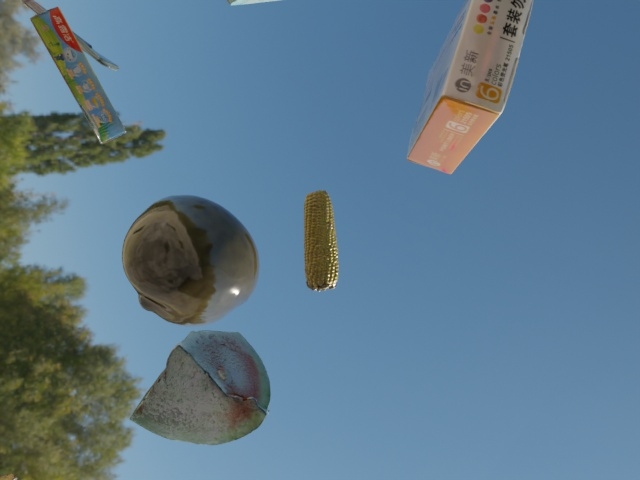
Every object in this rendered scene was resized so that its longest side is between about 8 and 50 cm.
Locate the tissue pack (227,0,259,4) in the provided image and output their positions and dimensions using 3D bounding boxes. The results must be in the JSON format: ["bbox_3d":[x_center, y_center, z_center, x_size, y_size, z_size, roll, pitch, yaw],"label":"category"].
[{"bbox_3d":[-0.037,-0.495,1.141,0.177,0.263,0.089,-142,-139,-68],"label":"tissue pack"}]

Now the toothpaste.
[{"bbox_3d":[-0.347,-0.236,0.902,0.070,0.044,0.193,37,-27,59],"label":"toothpaste"}]

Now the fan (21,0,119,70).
[{"bbox_3d":[-0.493,-0.405,1.204,0.282,0.057,0.023,37,-78,17],"label":"fan"}]

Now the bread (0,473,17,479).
[{"bbox_3d":[-0.444,0.323,0.761,0.109,0.080,0.084,-43,-165,11],"label":"bread"}]

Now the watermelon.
[{"bbox_3d":[-0.227,0.275,1.325,0.320,0.289,0.213,-2,-57,27],"label":"watermelon"}]

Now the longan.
[{"bbox_3d":[-0.332,0.056,1.597,0.361,0.361,0.361,21,-65,54],"label":"longan"}]

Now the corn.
[{"bbox_3d":[0.000,0.000,1.892,0.106,0.106,0.305,-5,-93,58],"label":"corn"}]

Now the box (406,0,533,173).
[{"bbox_3d":[0.222,-0.248,0.961,0.274,0.091,0.220,107,2,-80],"label":"box"}]
